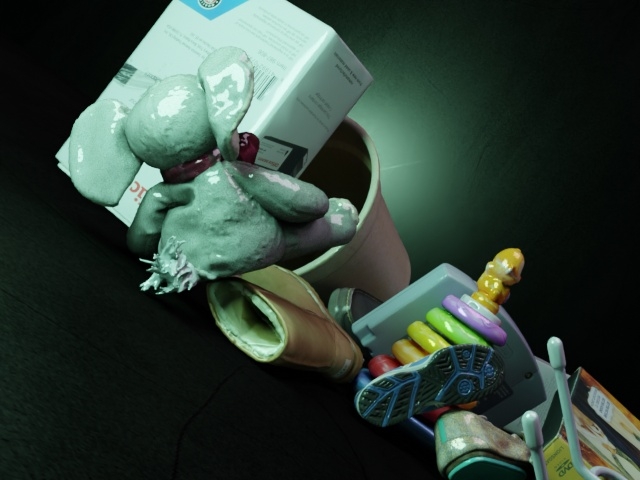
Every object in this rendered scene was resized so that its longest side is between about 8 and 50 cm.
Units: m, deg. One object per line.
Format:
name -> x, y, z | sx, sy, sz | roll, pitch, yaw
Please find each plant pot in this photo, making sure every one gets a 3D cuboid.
plant pot -> 0.000, 0.000, 1.842 | 0.334, 0.334, 0.305 | 38, -8, 40

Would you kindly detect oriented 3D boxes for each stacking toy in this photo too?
stacking toy -> 0.194, 0.137, 1.516 | 0.166, 0.302, 0.175 | 36, 1, 4

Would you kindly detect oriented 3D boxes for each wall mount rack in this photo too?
wall mount rack -> 0.319, 0.281, 1.174 | 0.304, 0.130, 0.350 | 40, 24, 4

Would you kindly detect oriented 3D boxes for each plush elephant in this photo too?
plush elephant -> -0.140, -0.086, 1.284 | 0.330, 0.272, 0.255 | -21, 101, -70

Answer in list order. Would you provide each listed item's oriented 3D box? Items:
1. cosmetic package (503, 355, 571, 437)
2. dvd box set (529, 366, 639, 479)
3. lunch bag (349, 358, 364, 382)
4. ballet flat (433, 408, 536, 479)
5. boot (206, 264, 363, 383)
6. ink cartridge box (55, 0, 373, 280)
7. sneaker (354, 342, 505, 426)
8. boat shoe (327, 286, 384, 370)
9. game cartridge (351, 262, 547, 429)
cosmetic package -> 0.328, 0.265, 2.107 | 0.385, 0.156, 0.217 | 27, -1, -25
dvd box set -> 0.478, 0.376, 1.473 | 0.420, 0.062, 0.307 | 43, 21, 8
lunch bag -> 0.010, 0.158, 1.521 | 0.083, 0.053, 0.071 | 27, -4, 29
ballet flat -> 0.258, 0.298, 1.459 | 0.316, 0.107, 0.106 | 36, 23, -43
boot -> -0.069, 0.085, 1.381 | 0.236, 0.089, 0.269 | 37, 3, 27
ink cartridge box -> -0.162, -0.182, 1.618 | 0.285, 0.395, 0.166 | 38, 0, 31
sneaker -> 0.139, 0.182, 1.400 | 0.081, 0.211, 0.080 | 159, -81, -74
boat shoe -> 0.150, 0.168, 1.739 | 0.355, 0.130, 0.132 | 38, 43, -39
game cartridge -> 0.209, 0.176, 1.641 | 0.297, 0.198, 0.062 | 50, 8, -26
